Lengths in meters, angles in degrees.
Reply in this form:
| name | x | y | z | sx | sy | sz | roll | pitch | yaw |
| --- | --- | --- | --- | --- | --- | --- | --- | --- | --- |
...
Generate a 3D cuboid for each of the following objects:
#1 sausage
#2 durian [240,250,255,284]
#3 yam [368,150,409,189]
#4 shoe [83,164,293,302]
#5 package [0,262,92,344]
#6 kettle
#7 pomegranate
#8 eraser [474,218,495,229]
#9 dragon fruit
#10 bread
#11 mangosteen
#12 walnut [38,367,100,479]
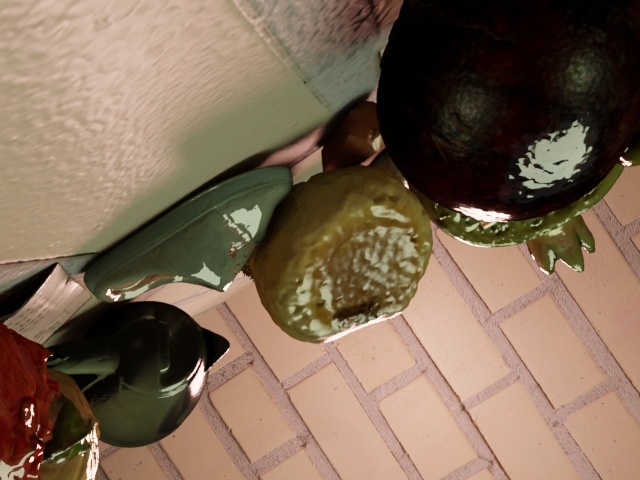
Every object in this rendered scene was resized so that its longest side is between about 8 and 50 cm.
| name | x | y | z | sx | sy | sz | roll | pitch | yaw |
| --- | --- | --- | --- | --- | --- | --- | --- | --- | --- |
| sausage | 0.044 | -0.121 | 0.739 | 0.065 | 0.065 | 0.169 | -33 | 178 | -16 |
| durian | -0.061 | -0.004 | 0.882 | 0.168 | 0.136 | 0.158 | -24 | -164 | -11 |
| yam | 0.163 | -0.150 | 1.255 | 0.107 | 0.107 | 0.183 | -31 | 174 | -38 |
| shoe | -0.126 | 0.010 | 0.658 | 0.251 | 0.100 | 0.103 | -31 | 177 | -3 |
| package | -0.344 | 0.126 | 0.607 | 0.251 | 0.062 | 0.204 | -37 | 180 | -17 |
| kettle | -0.330 | 0.207 | 0.993 | 0.321 | 0.228 | 0.324 | 2 | 156 | -23 |
| pomegranate | 0.280 | -0.118 | 0.890 | 0.310 | 0.358 | 0.216 | -33 | -152 | 3 |
| eraser | 0.207 | -0.139 | 0.719 | 0.157 | 0.230 | 0.038 | -34 | -151 | 10 |
| dragon fruit | -0.275 | 0.133 | 0.417 | 0.210 | 0.172 | 0.172 | -20 | 169 | -40 |
| bread | 0.022 | 0.016 | 0.761 | 0.245 | 0.134 | 0.244 | -22 | 128 | -32 |
| mangosteen | 0.147 | -0.111 | 0.430 | 0.216 | 0.216 | 0.216 | -33 | 177 | -2 |
| walnut | -0.406 | 0.277 | 0.777 | 0.261 | 0.224 | 0.225 | -19 | 178 | 3 |
